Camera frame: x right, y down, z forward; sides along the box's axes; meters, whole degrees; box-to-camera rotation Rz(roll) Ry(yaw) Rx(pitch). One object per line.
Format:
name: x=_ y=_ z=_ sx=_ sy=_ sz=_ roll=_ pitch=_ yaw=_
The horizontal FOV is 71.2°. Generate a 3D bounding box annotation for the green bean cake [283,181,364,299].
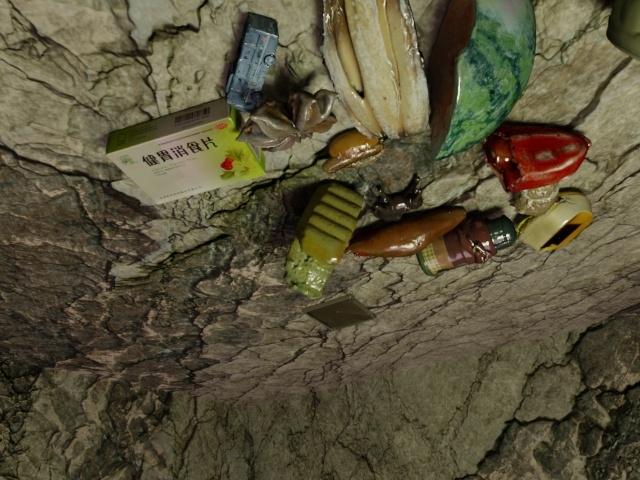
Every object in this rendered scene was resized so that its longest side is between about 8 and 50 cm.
green bean cake: x=0.000 y=0.000 z=1.094 sx=0.124 sy=0.233 sz=0.236 roll=25 pitch=146 yaw=0

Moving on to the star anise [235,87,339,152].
star anise: x=-0.061 y=-0.214 z=0.811 sx=0.197 sy=0.073 sz=0.212 roll=-20 pitch=179 yaw=0

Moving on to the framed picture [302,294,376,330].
framed picture: x=0.082 y=0.299 z=1.817 sx=0.213 sy=0.016 sz=0.289 roll=-20 pitch=147 yaw=19

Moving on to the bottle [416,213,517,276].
bottle: x=0.411 y=0.009 z=1.269 sx=0.271 sy=0.156 sz=0.143 roll=-20 pitch=143 yaw=28

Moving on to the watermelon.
watermelon: x=0.260 y=-0.298 z=0.733 sx=0.176 sy=0.256 sz=0.260 roll=36 pitch=160 yaw=13

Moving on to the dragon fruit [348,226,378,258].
dragon fruit: x=0.160 y=0.015 z=1.310 sx=0.131 sy=0.063 sz=0.097 roll=5 pitch=148 yaw=-20

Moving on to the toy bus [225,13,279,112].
toy bus: x=-0.116 y=-0.292 z=0.751 sx=0.065 sy=0.047 sz=0.166 roll=9 pitch=145 yaw=-22

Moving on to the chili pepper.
chili pepper: x=0.494 y=-0.187 z=0.977 sx=0.252 sy=0.144 sz=0.136 roll=-8 pitch=113 yaw=-10

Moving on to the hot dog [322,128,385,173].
hot dog: x=0.068 y=-0.189 z=0.952 sx=0.140 sy=0.060 sz=0.090 roll=-9 pitch=145 yaw=9

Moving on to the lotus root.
lotus root: x=0.093 y=-0.307 z=0.742 sx=0.167 sy=0.078 sz=0.329 roll=0 pitch=148 yaw=18

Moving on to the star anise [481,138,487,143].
star anise: x=0.283 y=-0.249 z=0.919 sx=0.140 sy=0.144 sz=0.158 roll=-46 pitch=172 yaw=-27

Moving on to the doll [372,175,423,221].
doll: x=0.199 y=-0.092 z=1.152 sx=0.139 sy=0.057 sz=0.165 roll=-16 pitch=157 yaw=11

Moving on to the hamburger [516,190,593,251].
hamburger: x=0.660 y=-0.056 z=1.269 sx=0.173 sy=0.116 sz=0.210 roll=-7 pitch=146 yaw=-18

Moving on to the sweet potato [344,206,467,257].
sweet potato: x=0.237 y=-0.009 z=1.232 sx=0.359 sy=0.112 sz=0.112 roll=-15 pitch=149 yaw=8

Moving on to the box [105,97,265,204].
box: x=-0.262 y=-0.172 z=0.902 sx=0.260 sy=0.062 sz=0.175 roll=-13 pitch=149 yaw=11

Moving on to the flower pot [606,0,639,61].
flower pot: x=0.582 y=-0.356 z=0.585 sx=0.307 sy=0.307 sz=0.244 roll=-2 pitch=135 yaw=-10

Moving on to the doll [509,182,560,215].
doll: x=0.541 y=-0.118 z=1.133 sx=0.115 sy=0.105 sz=0.221 roll=-16 pitch=147 yaw=1
